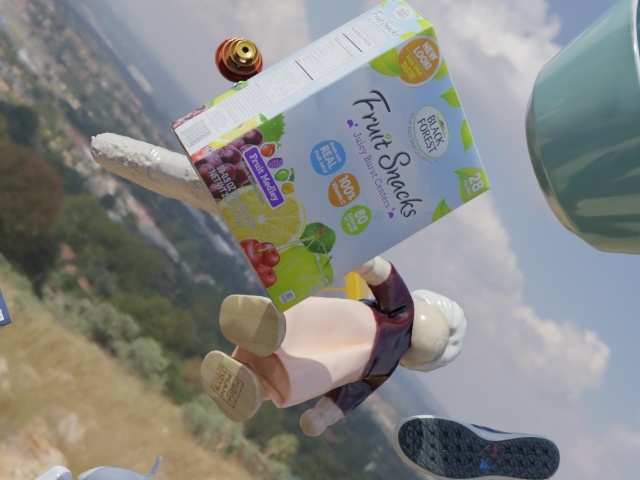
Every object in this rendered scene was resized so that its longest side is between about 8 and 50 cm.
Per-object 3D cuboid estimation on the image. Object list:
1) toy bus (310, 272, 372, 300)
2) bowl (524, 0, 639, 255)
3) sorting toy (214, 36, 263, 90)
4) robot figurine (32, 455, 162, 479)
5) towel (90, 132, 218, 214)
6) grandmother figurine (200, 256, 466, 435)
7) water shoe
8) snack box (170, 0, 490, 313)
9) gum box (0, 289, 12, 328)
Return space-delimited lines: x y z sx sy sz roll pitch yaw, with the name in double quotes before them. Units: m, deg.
"toy bus" 0.000 0.000 1.674 0.108 0.130 0.333 -14 101 -75
"bowl" 0.336 -0.108 1.268 0.311 0.163 0.312 28 53 -45
"sorting toy" -0.063 -0.155 1.127 0.102 0.061 0.042 48 -24 -1
"robot figurine" -0.327 0.436 1.541 0.200 0.353 0.300 28 -36 51
"towel" -0.115 -0.052 1.296 0.187 0.049 0.282 17 -2 23
"grandmother figurine" 0.032 0.107 1.179 0.342 0.208 0.104 -4 38 -50
"water shoe" 0.180 0.255 1.391 0.203 0.073 0.080 11 -12 -5
"snack box" 0.013 -0.066 0.923 0.070 0.207 0.174 53 -7 49
"gum box" -0.404 0.032 1.097 0.041 0.184 0.157 -25 -96 53
